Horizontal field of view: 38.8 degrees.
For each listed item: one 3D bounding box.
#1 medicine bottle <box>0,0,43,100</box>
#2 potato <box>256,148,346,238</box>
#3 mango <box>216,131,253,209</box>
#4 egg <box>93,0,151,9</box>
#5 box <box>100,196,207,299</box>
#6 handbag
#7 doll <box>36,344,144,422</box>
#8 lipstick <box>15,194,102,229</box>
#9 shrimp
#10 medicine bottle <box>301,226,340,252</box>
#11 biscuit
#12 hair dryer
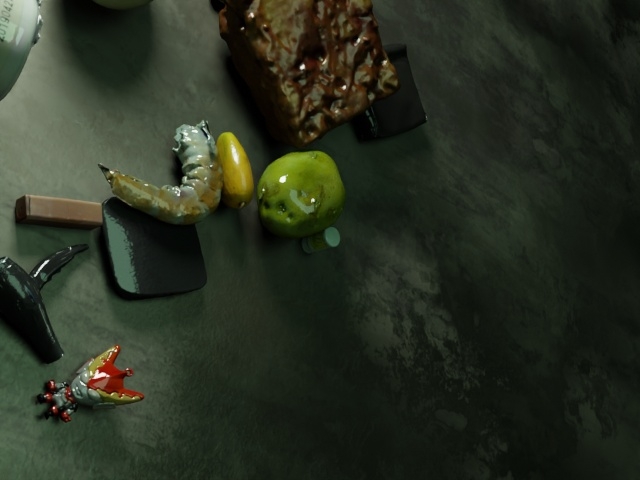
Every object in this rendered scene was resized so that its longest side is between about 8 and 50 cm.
[{"bbox_3d":[-0.647,-0.367,1.404,0.378,0.213,0.214,21,62,-37],"label":"medicine bottle"},{"bbox_3d":[-0.037,-0.101,1.931,0.186,0.148,0.253,26,43,1],"label":"potato"},{"bbox_3d":[-0.181,-0.143,1.855,0.066,0.101,0.188,-1,66,-28],"label":"mango"},{"bbox_3d":[-0.372,-0.566,1.733,0.219,0.219,0.269,37,50,-29],"label":"egg"},{"bbox_3d":[-0.315,0.011,1.716,0.212,0.042,0.201,-9,82,-46],"label":"box"},{"bbox_3d":[0.154,-0.371,2.273,0.247,0.080,0.223,-22,100,-46],"label":"handbag"},{"bbox_3d":[-0.396,0.254,1.551,0.169,0.057,0.109,-22,75,-31],"label":"doll"},{"bbox_3d":[-0.459,-0.049,1.597,0.145,0.045,0.045,7,71,-44],"label":"lipstick"},{"bbox_3d":[-0.281,-0.113,1.749,0.287,0.068,0.185,-36,91,-44],"label":"shrimp"},{"bbox_3d":[0.000,0.000,1.991,0.047,0.083,0.047,17,65,-40],"label":"medicine bottle"},{"bbox_3d":[-0.032,-0.435,1.994,0.342,0.166,0.395,-32,111,-28],"label":"biscuit"},{"bbox_3d":[-0.456,0.077,1.556,0.196,0.075,0.219,63,37,-21],"label":"hair dryer"}]
